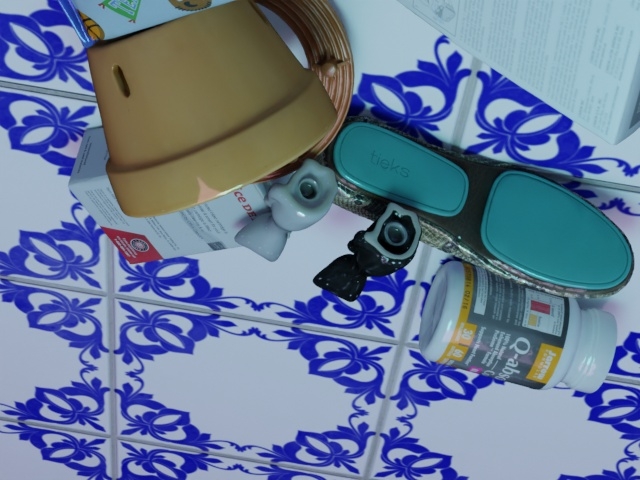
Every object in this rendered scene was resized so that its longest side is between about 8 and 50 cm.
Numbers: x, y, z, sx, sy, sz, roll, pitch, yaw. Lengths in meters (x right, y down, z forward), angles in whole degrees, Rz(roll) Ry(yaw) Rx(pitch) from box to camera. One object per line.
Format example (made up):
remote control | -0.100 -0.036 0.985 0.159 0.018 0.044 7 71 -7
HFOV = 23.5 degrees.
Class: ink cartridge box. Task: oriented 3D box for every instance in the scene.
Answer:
ink cartridge box | -0.193 -0.081 2.234 0.273 0.114 0.197 -8 140 23
ink cartridge box | 0.234 -0.325 1.764 0.385 0.091 0.308 38 151 24

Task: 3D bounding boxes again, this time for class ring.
ring | -0.124 -0.216 2.007 0.337 0.032 0.336 3 123 5

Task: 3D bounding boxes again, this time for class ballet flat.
ballet flat | 0.206 -0.040 2.197 0.483 0.164 0.182 21 164 -7

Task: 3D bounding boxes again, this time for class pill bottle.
pill bottle | 0.305 0.140 2.382 0.278 0.162 0.162 15 143 -8

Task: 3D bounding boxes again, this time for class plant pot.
plant pot | -0.152 -0.183 1.857 0.291 0.291 0.203 -15 110 29

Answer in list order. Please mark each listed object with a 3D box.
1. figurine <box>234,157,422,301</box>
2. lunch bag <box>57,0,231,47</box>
figurine | 0.000 0.000 2.123 0.215 0.092 0.209 28 148 -10
lunch bag | -0.193 -0.439 1.664 0.328 0.239 0.385 -11 122 27
